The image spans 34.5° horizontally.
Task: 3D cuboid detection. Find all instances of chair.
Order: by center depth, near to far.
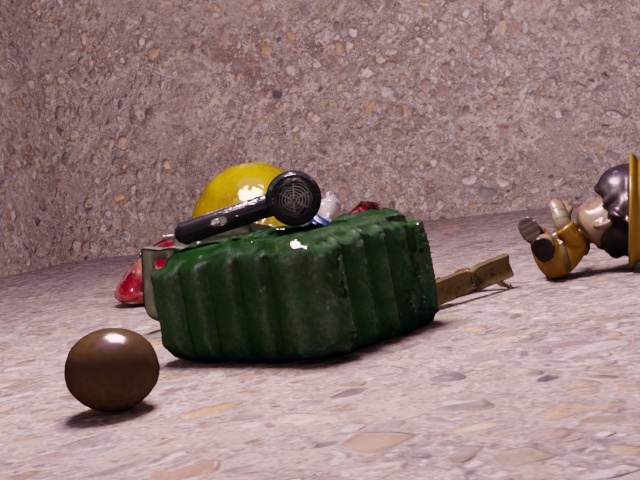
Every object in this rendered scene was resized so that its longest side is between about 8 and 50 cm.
[{"bbox_3d":[-0.166,0.066,1.661,0.203,0.190,0.275,-8,11,-27],"label":"chair"}]

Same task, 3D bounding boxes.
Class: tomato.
[{"bbox_3d":[-0.341,0.086,2.215,0.189,0.099,0.173,-48,31,-9],"label":"tomato"}]

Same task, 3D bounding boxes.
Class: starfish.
[{"bbox_3d":[0.250,0.064,1.686,0.130,0.041,0.133,-5,5,22],"label":"starfish"}]

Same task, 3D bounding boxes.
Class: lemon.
[{"bbox_3d":[-0.130,-0.023,2.042,0.286,0.285,0.316,-8,38,-4],"label":"lemon"}]

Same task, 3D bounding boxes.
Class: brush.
[{"bbox_3d":[0.215,0.065,1.596,0.248,0.043,0.036,-18,13,-42],"label":"brush"}]

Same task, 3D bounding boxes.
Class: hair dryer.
[{"bbox_3d":[-0.105,-0.035,1.361,0.219,0.071,0.124,-17,4,0],"label":"hair dryer"}]

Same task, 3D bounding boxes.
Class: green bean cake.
[{"bbox_3d":[-0.033,0.060,1.404,0.308,0.169,0.300,-7,4,37],"label":"green bean cake"}]

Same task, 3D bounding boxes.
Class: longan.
[{"bbox_3d":[-0.227,0.143,1.131,0.113,0.092,0.113,-15,-17,-5],"label":"longan"}]

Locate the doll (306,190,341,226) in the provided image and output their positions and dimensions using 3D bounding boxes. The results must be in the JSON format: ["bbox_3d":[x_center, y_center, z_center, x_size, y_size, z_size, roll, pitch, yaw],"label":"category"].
[{"bbox_3d":[0.000,0.000,1.904,0.114,0.227,0.057,28,-35,-11],"label":"doll"}]

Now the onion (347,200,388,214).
[{"bbox_3d":[0.093,0.029,1.972,0.135,0.198,0.173,24,37,-20],"label":"onion"}]

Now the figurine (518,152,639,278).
[{"bbox_3d":[0.468,-0.024,1.695,0.257,0.167,0.192,-31,3,13],"label":"figurine"}]
